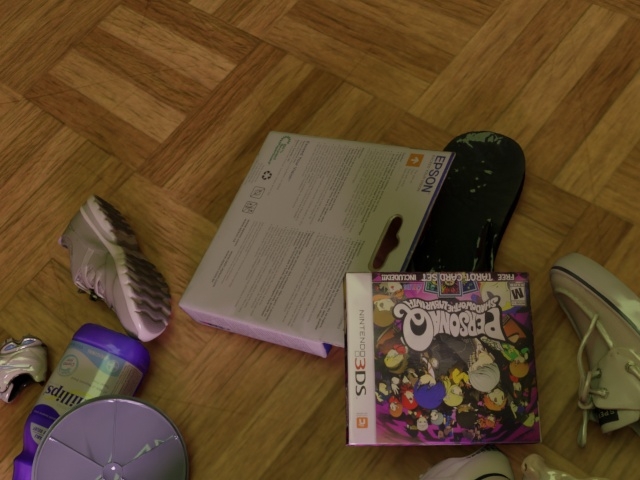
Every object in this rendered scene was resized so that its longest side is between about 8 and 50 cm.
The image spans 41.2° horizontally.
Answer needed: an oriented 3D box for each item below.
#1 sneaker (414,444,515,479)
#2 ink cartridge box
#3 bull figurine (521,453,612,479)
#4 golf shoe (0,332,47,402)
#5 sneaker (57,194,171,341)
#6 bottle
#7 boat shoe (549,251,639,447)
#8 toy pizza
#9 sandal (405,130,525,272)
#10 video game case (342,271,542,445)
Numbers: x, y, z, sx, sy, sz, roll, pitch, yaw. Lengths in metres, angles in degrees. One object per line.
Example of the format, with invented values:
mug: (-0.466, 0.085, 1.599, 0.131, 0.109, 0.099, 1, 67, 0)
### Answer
sneaker: (0.127, 0.328, 1.027, 0.235, 0.090, 0.095, -28, 26, 8)
ink cartridge box: (0.000, 0.000, 1.228, 0.330, 0.071, 0.324, 12, 64, 32)
bull figurine: (0.346, 0.342, 0.912, 0.101, 0.188, 0.310, -10, 57, -39)
golf shoe: (-0.492, 0.208, 1.275, 0.176, 0.069, 0.086, -23, 63, 3)
sneaker: (-0.320, 0.060, 1.310, 0.115, 0.105, 0.281, -42, 51, 9)
bottle: (-0.347, 0.258, 1.185, 0.118, 0.092, 0.283, 16, 66, 21)
boat shoe: (0.364, 0.187, 1.018, 0.156, 0.136, 0.367, -35, 67, -2)
toy pizza: (-0.276, 0.305, 1.125, 0.201, 0.032, 0.201, 2, 82, -16)
sandal: (0.172, 0.021, 1.172, 0.167, 0.107, 0.446, 8, 63, 20)
video game case: (0.144, 0.142, 1.038, 0.232, 0.042, 0.210, 1, 75, -2)
